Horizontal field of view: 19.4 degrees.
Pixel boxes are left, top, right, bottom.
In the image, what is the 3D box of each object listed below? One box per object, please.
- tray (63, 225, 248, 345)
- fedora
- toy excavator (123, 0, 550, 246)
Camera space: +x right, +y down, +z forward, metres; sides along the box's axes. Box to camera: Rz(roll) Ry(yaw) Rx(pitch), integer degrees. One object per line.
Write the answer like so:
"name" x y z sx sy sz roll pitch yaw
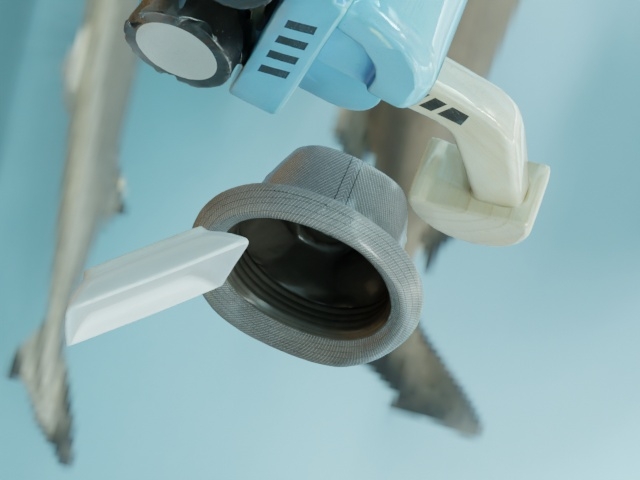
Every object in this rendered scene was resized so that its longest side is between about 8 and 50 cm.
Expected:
"tray" -0.138 0.034 1.473 0.270 0.145 0.030 132 -63 -79
"fedora" 0.000 0.000 1.874 0.275 0.243 0.124 102 10 -58
"toy excavator" 0.060 -0.177 1.716 0.222 0.445 0.433 -66 -173 -28
